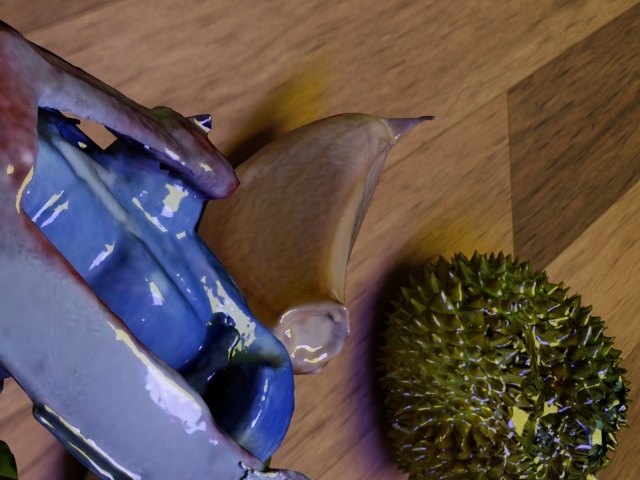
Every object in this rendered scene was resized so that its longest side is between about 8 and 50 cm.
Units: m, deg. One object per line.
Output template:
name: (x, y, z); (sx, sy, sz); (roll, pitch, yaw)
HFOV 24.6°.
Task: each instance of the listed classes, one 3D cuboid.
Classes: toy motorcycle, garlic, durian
toy motorcycle: (-0.125, 0.041, 0.736); (0.319, 0.182, 0.241); (44, 32, -37)
garlic: (-0.009, -0.002, 1.154); (0.145, 0.164, 0.245); (48, 50, -32)
durian: (0.175, 0.146, 1.458); (0.291, 0.225, 0.291); (7, 74, -27)

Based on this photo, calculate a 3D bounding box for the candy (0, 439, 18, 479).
candy: (-0.230, 0.246, 0.896); (0.069, 0.149, 0.246); (5, 89, -16)

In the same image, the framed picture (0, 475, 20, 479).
framed picture: (-0.239, 0.259, 0.786); (0.020, 0.211, 0.289); (31, 70, -40)

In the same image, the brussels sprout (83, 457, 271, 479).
brussels sprout: (-0.106, 0.164, 1.069); (0.117, 0.155, 0.155); (57, 32, 10)
